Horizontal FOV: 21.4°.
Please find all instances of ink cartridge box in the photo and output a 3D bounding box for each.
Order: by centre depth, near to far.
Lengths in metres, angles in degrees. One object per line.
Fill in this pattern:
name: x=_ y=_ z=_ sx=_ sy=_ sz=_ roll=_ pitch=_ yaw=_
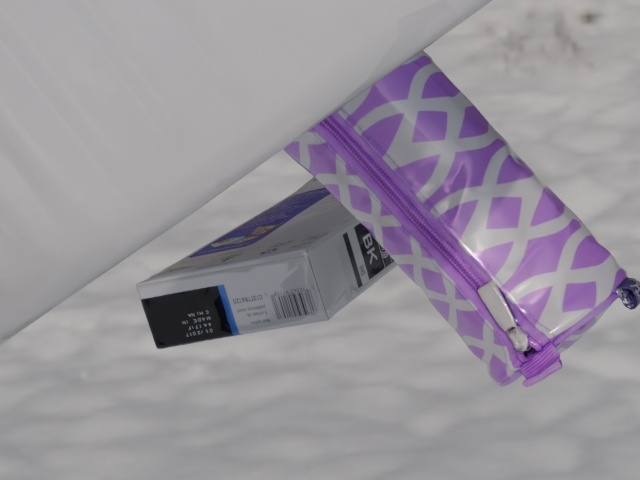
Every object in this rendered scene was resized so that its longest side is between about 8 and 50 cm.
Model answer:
ink cartridge box: x=0.000 y=0.000 z=1.436 sx=0.165 sy=0.065 sz=0.333 roll=-12 pitch=12 yaw=30

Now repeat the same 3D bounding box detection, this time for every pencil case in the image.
pencil case: x=0.050 y=-0.021 z=0.790 sx=0.086 sy=0.206 sz=0.088 roll=-48 pitch=-7 yaw=37

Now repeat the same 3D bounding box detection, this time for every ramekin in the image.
ramekin: x=-0.044 y=-0.086 z=0.506 sx=0.277 sy=0.135 sz=0.277 roll=-35 pitch=3 yaw=2
